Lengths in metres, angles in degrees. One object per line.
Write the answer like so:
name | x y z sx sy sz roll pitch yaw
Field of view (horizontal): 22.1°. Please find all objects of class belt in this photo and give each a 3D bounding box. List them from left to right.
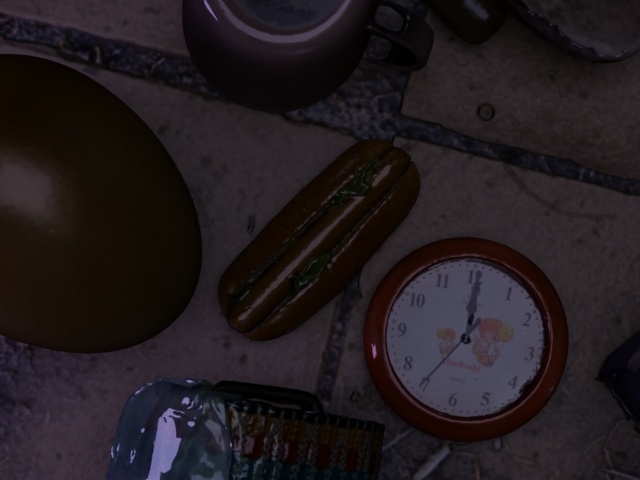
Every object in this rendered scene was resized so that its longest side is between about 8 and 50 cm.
belt | -0.071 0.209 1.531 0.258 0.207 0.150 10 82 -20

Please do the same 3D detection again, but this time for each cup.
cup | -0.010 -0.226 1.585 0.253 0.200 0.191 20 83 -2

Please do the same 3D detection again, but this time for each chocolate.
chocolate | 0.296 -0.316 1.662 0.185 0.100 0.303 33 75 0

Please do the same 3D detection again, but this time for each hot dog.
hot dog | 0.000 0.000 1.627 0.100 0.068 0.249 43 83 3

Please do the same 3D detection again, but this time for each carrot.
carrot | 0.074 -0.344 1.674 0.070 0.070 0.342 -34 84 -6

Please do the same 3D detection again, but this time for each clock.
clock | 0.145 0.098 1.634 0.205 0.051 0.205 0 84 -2

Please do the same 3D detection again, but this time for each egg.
egg | -0.257 -0.030 1.523 0.322 0.250 0.250 37 83 -6

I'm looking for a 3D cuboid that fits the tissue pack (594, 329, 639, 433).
tissue pack | 0.413 0.086 1.505 0.242 0.344 0.125 -38 90 -7
